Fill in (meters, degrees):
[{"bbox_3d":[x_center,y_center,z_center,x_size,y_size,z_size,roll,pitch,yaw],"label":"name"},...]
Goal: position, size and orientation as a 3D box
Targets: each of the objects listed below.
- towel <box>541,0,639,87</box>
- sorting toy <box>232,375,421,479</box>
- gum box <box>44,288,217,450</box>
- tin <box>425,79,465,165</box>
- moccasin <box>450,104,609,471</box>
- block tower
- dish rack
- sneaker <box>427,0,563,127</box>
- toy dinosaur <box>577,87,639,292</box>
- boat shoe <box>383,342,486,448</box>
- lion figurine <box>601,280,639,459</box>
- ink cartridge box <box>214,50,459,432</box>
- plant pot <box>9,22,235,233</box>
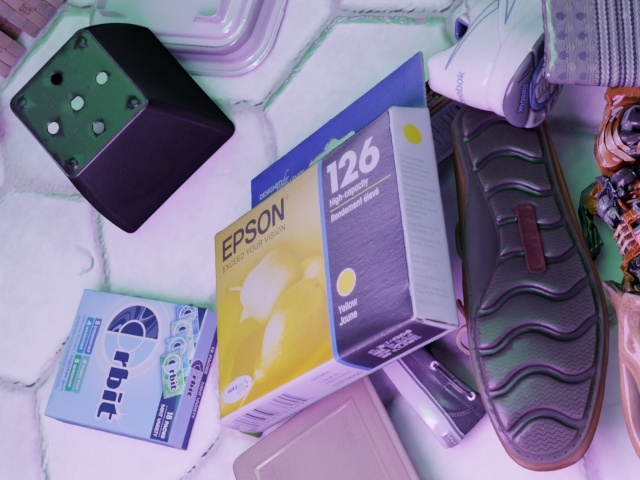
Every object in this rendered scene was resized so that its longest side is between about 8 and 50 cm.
[{"bbox_3d":[0.336,-0.289,1.193,0.312,0.056,0.324,-1,82,-1],"label":"towel"},{"bbox_3d":[0.015,0.254,1.384,0.196,0.047,0.348,-40,53,18],"label":"sorting toy"},{"bbox_3d":[-0.213,0.144,1.562,0.184,0.041,0.157,8,74,31],"label":"gum box"},{"bbox_3d":[0.123,-0.124,1.441,0.189,0.106,0.040,-37,64,13],"label":"tin"},{"bbox_3d":[0.191,0.044,1.321,0.139,0.147,0.380,-14,58,3],"label":"moccasin"},{"bbox_3d":[-0.372,-0.387,1.841,0.097,0.091,0.335,38,92,34],"label":"block tower"},{"bbox_3d":[-0.154,-0.376,1.725,0.285,0.072,0.333,9,74,33],"label":"dish rack"},{"bbox_3d":[0.211,-0.232,1.370,0.129,0.111,0.297,16,45,29],"label":"sneaker"},{"bbox_3d":[0.328,-0.085,1.289,0.218,0.164,0.322,-20,82,40],"label":"toy dinosaur"},{"bbox_3d":[0.090,0.103,1.385,0.076,0.080,0.228,-38,56,2],"label":"boat shoe"},{"bbox_3d":[0.393,0.180,1.137,0.392,0.142,0.240,16,107,40],"label":"lion figurine"},{"bbox_3d":[0.000,0.000,1.378,0.303,0.072,0.307,-34,52,43],"label":"ink cartridge box"},{"bbox_3d":[-0.247,-0.145,1.592,0.187,0.167,0.188,-44,73,8],"label":"plant pot"}]
